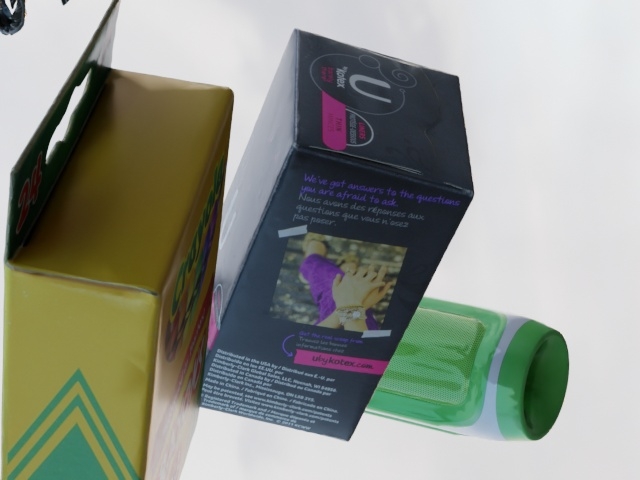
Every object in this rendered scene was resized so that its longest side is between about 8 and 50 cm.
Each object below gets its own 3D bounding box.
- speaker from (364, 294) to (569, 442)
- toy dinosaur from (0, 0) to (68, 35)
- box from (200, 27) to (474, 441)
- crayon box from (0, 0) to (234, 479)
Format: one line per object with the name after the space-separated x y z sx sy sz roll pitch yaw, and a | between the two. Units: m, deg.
0.089 0.115 1.545 0.131 0.297 0.131 -22 -64 -54 | speaker
-0.189 -0.294 1.175 0.218 0.164 0.322 41 -108 -49 | toy dinosaur
0.000 0.000 1.214 0.165 0.143 0.270 -91 21 -52 | box
-0.112 0.048 0.861 0.202 0.081 0.318 -76 -4 -53 | crayon box
